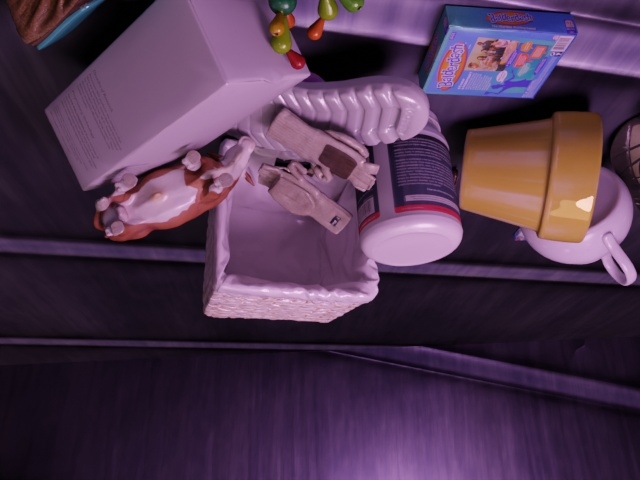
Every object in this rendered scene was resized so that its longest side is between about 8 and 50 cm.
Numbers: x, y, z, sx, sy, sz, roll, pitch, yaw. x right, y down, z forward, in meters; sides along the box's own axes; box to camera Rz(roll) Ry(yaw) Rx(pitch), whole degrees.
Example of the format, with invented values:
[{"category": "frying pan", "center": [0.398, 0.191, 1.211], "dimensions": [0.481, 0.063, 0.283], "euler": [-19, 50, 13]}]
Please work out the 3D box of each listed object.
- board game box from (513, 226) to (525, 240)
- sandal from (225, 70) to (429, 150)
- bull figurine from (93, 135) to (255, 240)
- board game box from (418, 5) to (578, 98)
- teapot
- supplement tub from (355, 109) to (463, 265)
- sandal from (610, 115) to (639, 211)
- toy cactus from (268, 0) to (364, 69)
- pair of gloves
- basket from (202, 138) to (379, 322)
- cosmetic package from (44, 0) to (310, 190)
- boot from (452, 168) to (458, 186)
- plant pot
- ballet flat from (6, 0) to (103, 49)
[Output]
[{"category": "board game box", "center": [0.599, -0.027, 1.617], "dimensions": [0.090, 0.020, 0.090], "euler": [-1, 153, -3]}, {"category": "sandal", "center": [-0.018, -0.238, 1.005], "dimensions": [0.417, 0.102, 0.169], "euler": [7, 148, 15]}, {"category": "bull figurine", "center": [-0.233, -0.086, 0.971], "dimensions": [0.311, 0.101, 0.188], "euler": [-30, -178, -11]}, {"category": "board game box", "center": [0.286, -0.307, 0.961], "dimensions": [0.211, 0.047, 0.160], "euler": [1, 155, -8]}, {"category": "teapot", "center": [0.586, -0.035, 1.309], "dimensions": [0.253, 0.255, 0.187], "euler": [1, 143, 39]}, {"category": "supplement tub", "center": [0.161, -0.105, 1.114], "dimensions": [0.191, 0.272, 0.191], "euler": [-2, 155, -1]}, {"category": "sandal", "center": [0.715, -0.163, 1.258], "dimensions": [0.120, 0.086, 0.303], "euler": [2, 147, 40]}, {"category": "toy cactus", "center": [-0.020, -0.343, 0.735], "dimensions": [0.181, 0.112, 0.219], "euler": [31, 122, -23]}, {"category": "pair of gloves", "center": [-0.011, -0.122, 1.043], "dimensions": [0.204, 0.042, 0.240], "euler": [27, 146, -2]}, {"category": "basket", "center": [-0.078, 0.001, 1.251], "dimensions": [0.329, 0.331, 0.266], "euler": [5, 155, -16]}, {"category": "cosmetic package", "center": [-0.224, -0.223, 0.881], "dimensions": [0.366, 0.155, 0.197], "euler": [-25, -179, 35]}, {"category": "boot", "center": [0.251, -0.136, 1.339], "dimensions": [0.114, 0.037, 0.106], "euler": [7, 151, -9]}, {"category": "plant pot", "center": [0.404, -0.133, 1.145], "dimensions": [0.239, 0.253, 0.254], "euler": [8, 157, 16]}, {"category": "ballet flat", "center": [-0.295, -0.357, 0.735], "dimensions": [0.343, 0.116, 0.124], "euler": [-10, 125, 33]}]
